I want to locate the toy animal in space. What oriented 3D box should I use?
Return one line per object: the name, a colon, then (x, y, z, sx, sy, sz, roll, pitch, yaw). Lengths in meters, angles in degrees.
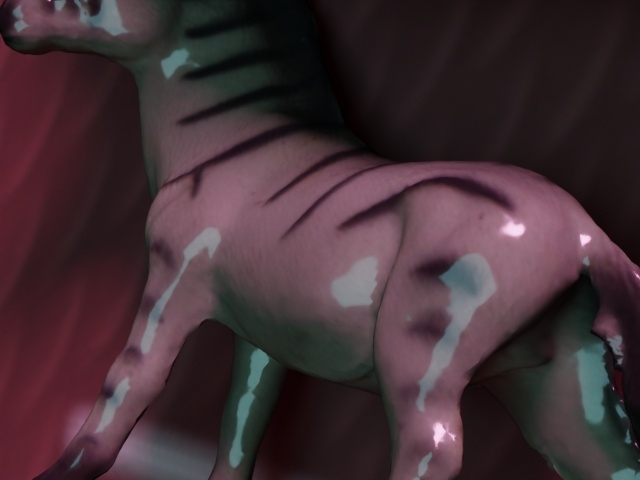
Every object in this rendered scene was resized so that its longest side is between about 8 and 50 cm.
toy animal: (0.002, 0.001, 0.422, 0.217, 0.073, 0.176, 15, 87, 35)
